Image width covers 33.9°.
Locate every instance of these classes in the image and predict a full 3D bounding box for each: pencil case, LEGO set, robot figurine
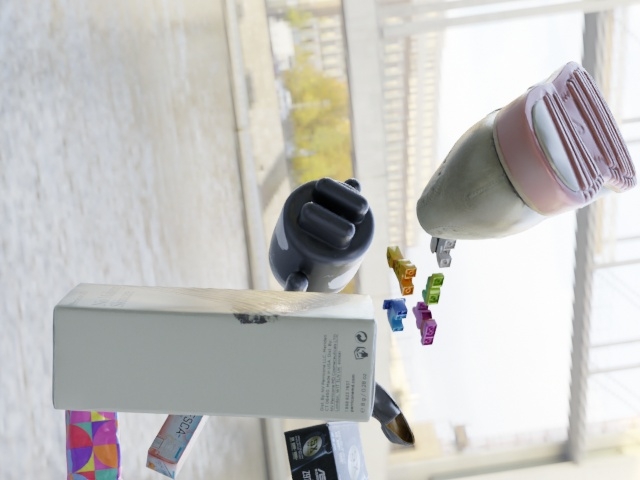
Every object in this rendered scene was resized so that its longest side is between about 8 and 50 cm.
[{"bbox_3d":[-0.396,0.321,1.807,0.104,0.104,0.236,90,-9,-75],"label":"pencil case"},{"bbox_3d":[0.147,0.060,1.698,0.093,0.087,0.227,-111,-157,-47],"label":"LEGO set"},{"bbox_3d":[0.003,0.000,1.885,0.173,0.209,0.278,64,-22,19],"label":"robot figurine"}]

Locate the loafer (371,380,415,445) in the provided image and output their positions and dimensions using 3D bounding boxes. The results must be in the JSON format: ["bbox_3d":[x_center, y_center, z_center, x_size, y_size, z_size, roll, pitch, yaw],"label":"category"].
[{"bbox_3d":[0.130,0.330,2.024,0.170,0.062,0.061,51,-19,-23],"label":"loafer"}]

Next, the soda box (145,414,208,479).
[{"bbox_3d":[-0.239,0.323,1.838,0.063,0.058,0.183,106,10,-49],"label":"soda box"}]

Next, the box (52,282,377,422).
[{"bbox_3d":[-0.090,0.097,0.931,0.113,0.275,0.094,-101,-166,-81],"label":"box"}]

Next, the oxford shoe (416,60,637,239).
[{"bbox_3d":[0.206,-0.083,1.028,0.397,0.146,0.140,-14,78,-61],"label":"oxford shoe"}]

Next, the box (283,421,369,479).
[{"bbox_3d":[0.018,0.381,1.653,0.147,0.078,0.180,24,54,-67],"label":"box"}]
